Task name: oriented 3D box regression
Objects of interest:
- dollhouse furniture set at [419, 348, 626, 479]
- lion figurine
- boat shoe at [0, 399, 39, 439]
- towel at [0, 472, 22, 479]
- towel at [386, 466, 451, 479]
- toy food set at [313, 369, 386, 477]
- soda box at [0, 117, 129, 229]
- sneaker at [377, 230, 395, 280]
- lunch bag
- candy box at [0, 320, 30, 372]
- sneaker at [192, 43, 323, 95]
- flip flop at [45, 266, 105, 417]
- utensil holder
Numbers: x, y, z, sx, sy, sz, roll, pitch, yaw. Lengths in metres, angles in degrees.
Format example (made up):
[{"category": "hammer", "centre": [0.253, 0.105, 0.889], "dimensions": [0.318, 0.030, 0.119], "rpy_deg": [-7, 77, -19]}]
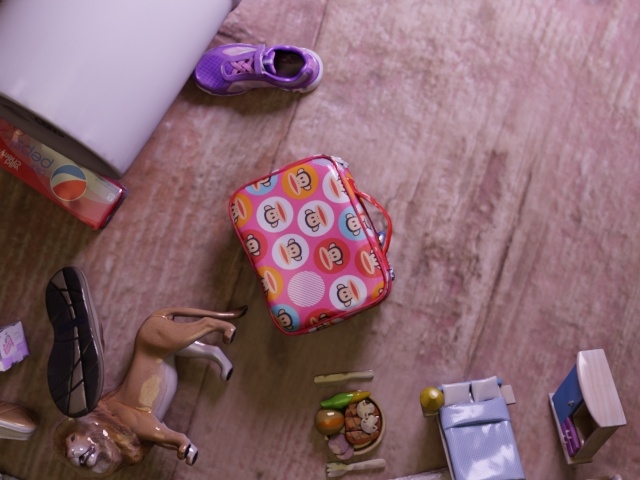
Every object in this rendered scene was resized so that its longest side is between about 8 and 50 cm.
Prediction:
[{"category": "dollhouse furniture set", "centre": [0.343, 0.347, 1.653], "dimensions": [0.303, 0.198, 0.287], "rpy_deg": [-6, 59, -6]}, {"category": "lion figurine", "centre": [-0.305, 0.256, 1.745], "dimensions": [0.240, 0.142, 0.392], "rpy_deg": [21, 77, 12]}, {"category": "boat shoe", "centre": [-0.644, 0.335, 1.751], "dimensions": [0.276, 0.098, 0.096], "rpy_deg": [10, 92, 8]}, {"category": "towel", "centre": [-0.726, 0.540, 1.774], "dimensions": [0.324, 0.056, 0.312], "rpy_deg": [18, 92, -2]}, {"category": "towel", "centre": [0.132, 0.535, 1.792], "dimensions": [0.282, 0.049, 0.187], "rpy_deg": [-13, 93, -1]}, {"category": "toy food set", "centre": [0.057, 0.339, 1.787], "dimensions": [0.132, 0.038, 0.192], "rpy_deg": [-9, 92, -1]}, {"category": "soda box", "centre": [-0.479, -0.128, 1.739], "dimensions": [0.263, 0.083, 0.092], "rpy_deg": [34, 91, -3]}, {"category": "sneaker", "centre": [0.109, 0.050, 1.778], "dimensions": [0.058, 0.052, 0.135], "rpy_deg": [11, 99, -11]}, {"category": "lunch bag", "centre": [0.000, 0.000, 1.708], "dimensions": [0.258, 0.120, 0.293], "rpy_deg": [-22, 84, 9]}, {"category": "candy box", "centre": [-0.634, 0.210, 1.708], "dimensions": [0.196, 0.165, 0.070], "rpy_deg": [-16, 93, 0]}, {"category": "sneaker", "centre": [-0.113, -0.310, 1.728], "dimensions": [0.236, 0.104, 0.095], "rpy_deg": [-2, 94, 0]}, {"category": "flip flop", "centre": [-0.430, 0.180, 1.730], "dimensions": [0.112, 0.080, 0.277], "rpy_deg": [-23, 63, 14]}, {"category": "utensil holder", "centre": [-0.353, -0.337, 1.578], "dimensions": [0.327, 0.327, 0.386], "rpy_deg": [29, 80, -2]}]
